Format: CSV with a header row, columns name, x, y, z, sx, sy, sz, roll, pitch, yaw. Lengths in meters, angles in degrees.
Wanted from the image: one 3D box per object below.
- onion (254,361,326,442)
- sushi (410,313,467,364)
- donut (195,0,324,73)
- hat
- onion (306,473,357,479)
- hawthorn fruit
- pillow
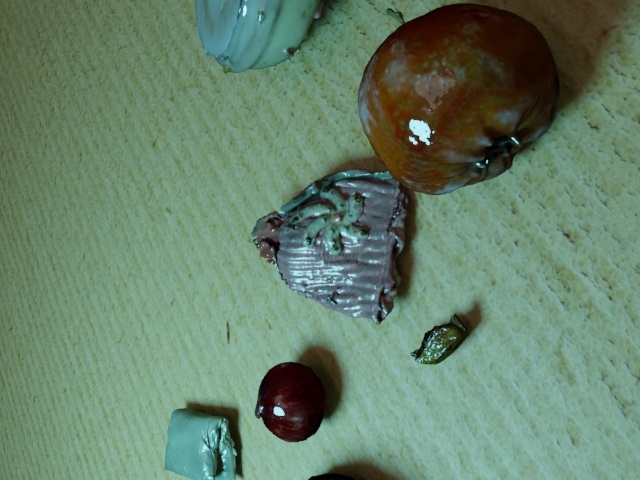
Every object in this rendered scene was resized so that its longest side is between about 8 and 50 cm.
name,x,y,z,sx,sy,sz,roll,pitch,yaw
onion,-0.050,0.270,0.939,0.131,0.131,0.131,-1,89,40
sushi,0.171,0.142,0.800,0.099,0.050,0.047,-50,66,21
donut,-0.098,-0.466,0.927,0.382,0.142,0.382,-1,88,62
hat,0.000,0.000,0.910,0.286,0.107,0.237,5,83,35
onion,-0.008,0.471,0.843,0.207,0.206,0.216,35,110,35
hawthorn fruit,0.152,-0.201,0.716,0.242,0.242,0.272,-48,58,29
pillow,-0.245,0.412,1.129,0.181,0.078,0.134,-7,82,43
